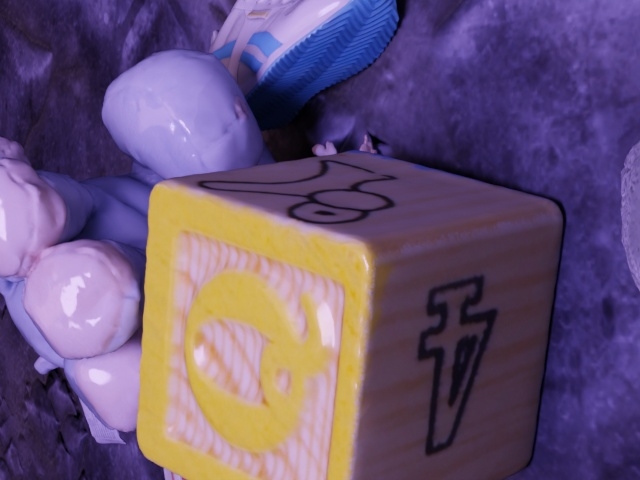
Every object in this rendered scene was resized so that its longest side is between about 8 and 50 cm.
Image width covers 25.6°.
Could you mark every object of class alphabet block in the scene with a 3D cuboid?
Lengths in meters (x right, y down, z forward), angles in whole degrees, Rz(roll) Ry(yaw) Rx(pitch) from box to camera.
[{"bbox_3d":[0.018,0.058,0.907,0.192,0.197,0.193,16,109,41],"label":"alphabet block"}]

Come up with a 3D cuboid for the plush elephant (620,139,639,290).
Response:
[{"bbox_3d":[0.281,-0.129,0.486,0.330,0.255,0.271,147,123,-62],"label":"plush elephant"}]

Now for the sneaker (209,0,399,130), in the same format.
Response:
[{"bbox_3d":[-0.025,-0.159,1.086,0.229,0.087,0.092,-27,69,53],"label":"sneaker"}]

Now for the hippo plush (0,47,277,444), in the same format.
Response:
[{"bbox_3d":[-0.114,0.000,1.027,0.234,0.236,0.294,39,159,40],"label":"hippo plush"}]

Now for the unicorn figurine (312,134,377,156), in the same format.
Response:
[{"bbox_3d":[0.000,0.000,1.087,0.162,0.060,0.111,117,144,-48],"label":"unicorn figurine"}]

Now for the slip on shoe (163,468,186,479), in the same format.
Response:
[{"bbox_3d":[-0.081,0.075,1.195,0.101,0.123,0.331,-7,88,35],"label":"slip on shoe"}]
